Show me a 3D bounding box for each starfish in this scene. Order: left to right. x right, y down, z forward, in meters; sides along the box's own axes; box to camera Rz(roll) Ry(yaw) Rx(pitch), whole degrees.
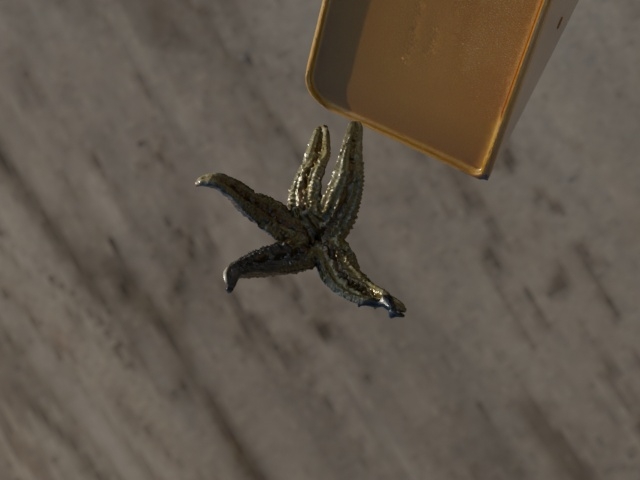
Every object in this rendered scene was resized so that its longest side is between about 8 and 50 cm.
[{"bbox_3d":[-0.002,0.004,1.038,0.130,0.133,0.041,49,152,17],"label":"starfish"}]

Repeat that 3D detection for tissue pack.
[{"bbox_3d":[0.114,-0.214,1.254,0.145,0.274,0.194,24,140,5],"label":"tissue pack"}]
